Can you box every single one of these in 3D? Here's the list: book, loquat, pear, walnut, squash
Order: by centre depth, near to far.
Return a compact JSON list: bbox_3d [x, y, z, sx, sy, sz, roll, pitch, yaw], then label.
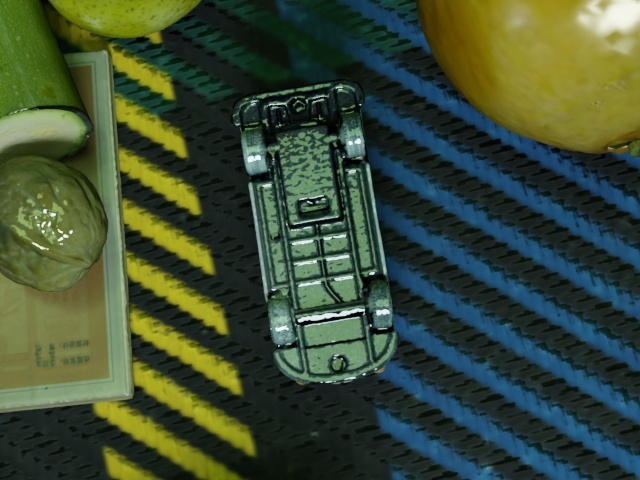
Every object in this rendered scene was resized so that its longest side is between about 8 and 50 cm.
[{"bbox_3d":[0.182,-0.179,1.136,0.263,0.263,0.263,-1,78,5],"label":"loquat"},{"bbox_3d":[-0.180,-0.012,1.206,0.092,0.092,0.092,-1,78,5],"label":"walnut"},{"bbox_3d":[-0.222,-0.141,1.240,0.095,0.095,0.188,-21,70,0],"label":"squash"},{"bbox_3d":[-0.138,-0.194,1.245,0.141,0.104,0.141,10,48,-11],"label":"pear"},{"bbox_3d":[-0.215,-0.005,1.258,0.170,0.018,0.241,-6,76,4],"label":"book"}]

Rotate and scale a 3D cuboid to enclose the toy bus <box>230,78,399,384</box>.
[{"bbox_3d":[0.000,0.000,1.202,0.087,0.089,0.194,-10,77,2],"label":"toy bus"}]
